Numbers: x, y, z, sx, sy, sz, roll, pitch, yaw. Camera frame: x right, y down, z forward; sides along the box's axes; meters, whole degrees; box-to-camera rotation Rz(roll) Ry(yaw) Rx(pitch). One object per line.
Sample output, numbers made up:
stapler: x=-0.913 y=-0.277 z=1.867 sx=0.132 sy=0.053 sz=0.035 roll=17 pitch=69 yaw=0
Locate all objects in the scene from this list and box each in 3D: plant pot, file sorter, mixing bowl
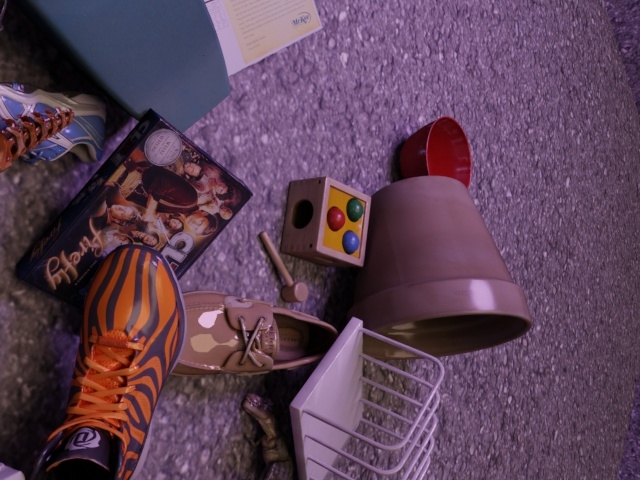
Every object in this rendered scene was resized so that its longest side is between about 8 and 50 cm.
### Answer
plant pot: x=0.194 y=0.046 z=1.246 sx=0.323 sy=0.323 sz=0.280 roll=19 pitch=58 yaw=-48
file sorter: x=0.080 y=0.306 z=1.095 sx=0.193 sy=0.173 sz=0.277 roll=-49 pitch=149 yaw=-38
mixing bowl: x=0.226 y=-0.160 z=1.418 sx=0.181 sy=0.098 sz=0.181 roll=4 pitch=84 yaw=-50
plant pot: x=-0.222 y=-0.246 z=0.815 sx=0.165 sy=0.166 sz=0.234 roll=-42 pitch=131 yaw=-11

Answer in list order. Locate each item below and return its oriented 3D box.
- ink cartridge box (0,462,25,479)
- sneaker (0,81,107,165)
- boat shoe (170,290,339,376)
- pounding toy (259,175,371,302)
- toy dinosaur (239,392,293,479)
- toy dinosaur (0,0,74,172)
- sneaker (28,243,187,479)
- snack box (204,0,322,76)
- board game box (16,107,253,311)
ink cartridge box: x=-0.363 y=0.322 z=0.679 sx=0.128 sy=0.127 sz=0.176 roll=-17 pitch=102 yaw=-48
sneaker: x=-0.331 y=-0.129 z=0.775 sx=0.211 sy=0.080 sz=0.081 roll=-7 pitch=91 yaw=-48
boat shoe: x=-0.108 y=0.136 z=1.002 sx=0.341 sy=0.110 sz=0.121 roll=6 pitch=84 yaw=-50
pounding toy: x=-0.007 y=0.003 z=1.140 sx=0.181 sy=0.094 sz=0.205 roll=20 pitch=73 yaw=-48
toy dinosaur: x=-0.077 y=0.374 z=1.070 sx=0.118 sy=0.064 sz=0.268 roll=-38 pitch=120 yaw=-51
toy dinosaur: x=-0.369 y=-0.117 z=0.611 sx=0.322 sy=0.165 sz=0.218 roll=-56 pitch=154 yaw=-75
sneaker: x=-0.227 y=0.170 z=0.753 sx=0.180 sy=0.125 sz=0.320 roll=-114 pitch=-148 yaw=-81
snack box: x=-0.132 y=-0.360 z=1.034 sx=0.322 sy=0.060 sz=0.187 roll=-41 pitch=120 yaw=-42
board game box: x=-0.219 y=-0.016 z=0.835 sx=0.243 sy=0.042 sz=0.165 roll=-49 pitch=132 yaw=3
